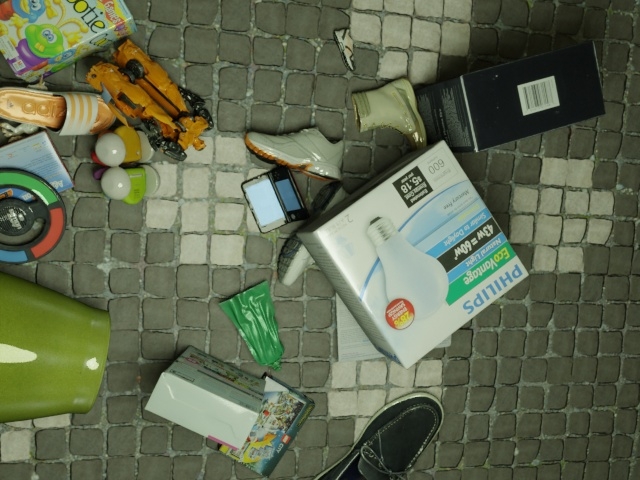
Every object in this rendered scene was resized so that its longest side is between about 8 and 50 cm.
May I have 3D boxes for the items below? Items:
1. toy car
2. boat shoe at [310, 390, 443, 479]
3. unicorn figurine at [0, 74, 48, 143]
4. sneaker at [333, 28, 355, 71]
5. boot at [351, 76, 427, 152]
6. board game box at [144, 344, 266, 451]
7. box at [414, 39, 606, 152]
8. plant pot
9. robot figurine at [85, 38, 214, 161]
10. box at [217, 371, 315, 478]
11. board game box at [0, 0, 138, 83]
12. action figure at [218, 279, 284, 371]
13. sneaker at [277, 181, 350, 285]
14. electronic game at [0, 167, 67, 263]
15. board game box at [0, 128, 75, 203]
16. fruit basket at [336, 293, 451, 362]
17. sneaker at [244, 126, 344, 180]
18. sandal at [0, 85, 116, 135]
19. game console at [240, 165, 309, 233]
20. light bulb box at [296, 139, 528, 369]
[{"bbox_3d":[-0.471,-0.173,1.398,0.136,0.159,0.182,-3,99,23],"label":"toy car"},{"bbox_3d":[0.148,0.610,1.612,0.500,0.156,0.187,-39,101,-7],"label":"boat shoe"},{"bbox_3d":[-0.678,-0.299,1.373,0.111,0.060,0.162,-4,114,-12],"label":"unicorn figurine"},{"bbox_3d":[0.071,-0.484,1.520,0.043,0.040,0.109,-23,102,-11],"label":"sneaker"},{"bbox_3d":[0.177,-0.297,1.548,0.164,0.077,0.213,-19,95,-10],"label":"boot"},{"bbox_3d":[-0.252,0.356,1.395,0.223,0.303,0.098,26,90,-1],"label":"board game box"},{"bbox_3d":[0.445,-0.341,1.480,0.342,0.312,0.179,-17,100,-11],"label":"box"},{"bbox_3d":[-0.663,0.244,1.311,0.352,0.366,0.367,15,94,-25],"label":"plant pot"},{"bbox_3d":[-0.383,-0.312,1.390,0.291,0.085,0.211,46,46,-18],"label":"robot figurine"},{"bbox_3d":[-0.143,0.489,1.588,0.159,0.044,0.233,34,89,-14],"label":"box"},{"bbox_3d":[-0.567,-0.480,1.325,0.275,0.144,0.142,-30,102,-7],"label":"board game box"},{"bbox_3d":[-0.155,0.235,1.545,0.137,0.063,0.232,-24,97,-11],"label":"action figure"},{"bbox_3d":[0.000,0.000,1.532,0.129,0.111,0.297,36,91,-25],"label":"sneaker"},{"bbox_3d":[-0.705,-0.053,1.373,0.229,0.048,0.230,-7,112,-17],"label":"electronic game"},{"bbox_3d":[-0.732,-0.136,1.374,0.281,0.027,0.145,-24,115,-9],"label":"board game box"},{"bbox_3d":[0.195,0.139,1.587,0.326,0.165,0.354,-7,114,-11],"label":"fruit basket"},{"bbox_3d":[-0.060,-0.239,1.502,0.262,0.099,0.121,17,84,-21],"label":"sneaker"},{"bbox_3d":[-0.589,-0.281,1.342,0.265,0.076,0.102,-1,116,-32],"label":"sandal"},{"bbox_3d":[-0.114,-0.100,1.505,0.085,0.124,0.144,-31,104,-34],"label":"game console"},{"bbox_3d":[0.200,0.030,1.363,0.357,0.225,0.361,-36,97,-9],"label":"light bulb box"}]
